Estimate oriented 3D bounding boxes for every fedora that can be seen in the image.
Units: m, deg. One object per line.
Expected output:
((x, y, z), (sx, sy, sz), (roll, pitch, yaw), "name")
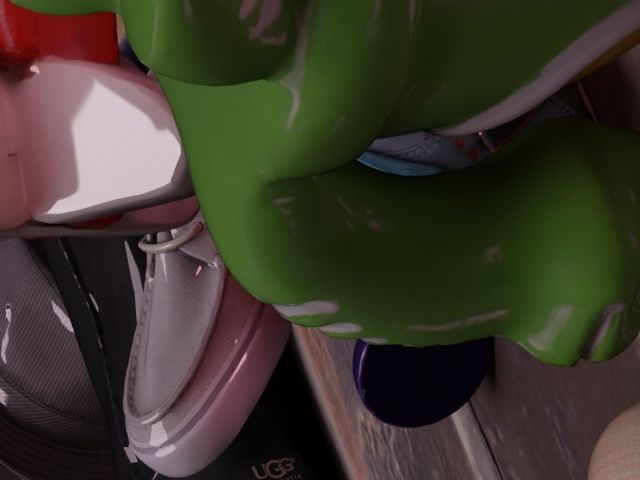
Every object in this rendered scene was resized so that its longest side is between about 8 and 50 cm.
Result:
((-0.203, 0.069, 1.565), (0.124, 0.244, 0.275), (-57, 39, 29), "fedora")

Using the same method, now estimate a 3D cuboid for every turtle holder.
((0.034, -0.126, 0.479), (0.243, 0.227, 0.320), (143, 111, -72), "turtle holder")

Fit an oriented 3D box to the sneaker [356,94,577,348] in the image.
((0.041, -0.027, 0.781), (0.104, 0.125, 0.262), (45, 175, -11), "sneaker")

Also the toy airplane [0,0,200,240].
((-0.122, -0.181, 0.779), (0.386, 0.272, 0.384), (32, 125, 15), "toy airplane")

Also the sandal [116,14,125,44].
((-0.120, -0.166, 1.231), (0.088, 0.079, 0.240), (-162, 59, -71), "sandal")

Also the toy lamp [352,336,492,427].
((0.000, 0.000, 0.988), (0.274, 0.080, 0.080), (-134, 33, -54), "toy lamp")

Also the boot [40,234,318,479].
((-0.148, 0.090, 1.375), (0.367, 0.146, 0.445), (-48, 61, 50), "boot")

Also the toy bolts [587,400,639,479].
((0.072, 0.155, 0.607), (0.218, 0.228, 0.158), (52, 162, 43), "toy bolts")

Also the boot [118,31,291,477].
((-0.072, -0.023, 0.914), (0.095, 0.123, 0.258), (-15, 50, 43), "boot")
